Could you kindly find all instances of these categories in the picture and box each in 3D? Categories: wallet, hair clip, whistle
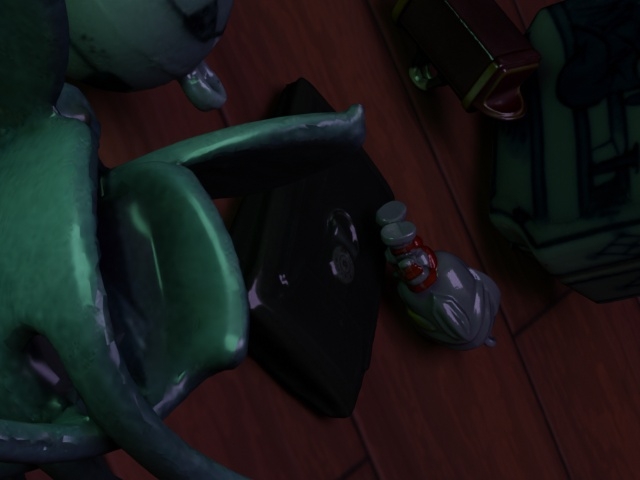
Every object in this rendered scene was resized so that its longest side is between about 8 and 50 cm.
[{"bbox_3d":[0.000,0.000,1.197,0.168,0.052,0.245,47,42,-33],"label":"wallet"},{"bbox_3d":[-0.170,0.027,0.780,0.392,0.318,0.238,27,58,-42],"label":"hair clip"},{"bbox_3d":[-0.153,-0.202,1.016,0.289,0.163,0.163,53,42,-19],"label":"whistle"}]

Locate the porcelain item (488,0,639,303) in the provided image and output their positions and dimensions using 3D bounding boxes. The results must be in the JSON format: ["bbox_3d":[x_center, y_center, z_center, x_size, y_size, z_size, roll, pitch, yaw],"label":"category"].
[{"bbox_3d":[0.301,-0.101,1.403,0.157,0.286,0.281,32,54,-44],"label":"porcelain item"}]

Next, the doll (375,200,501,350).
[{"bbox_3d":[0.097,0.036,1.264,0.180,0.079,0.094,50,12,-37],"label":"doll"}]

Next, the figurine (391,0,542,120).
[{"bbox_3d":[0.126,-0.165,1.365,0.154,0.098,0.082,55,34,13],"label":"figurine"}]
